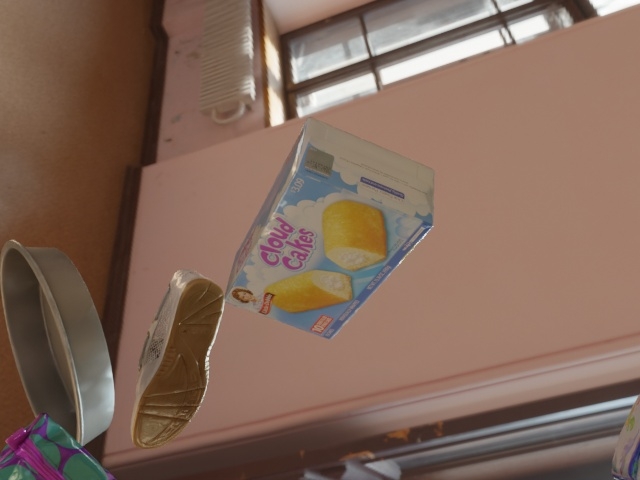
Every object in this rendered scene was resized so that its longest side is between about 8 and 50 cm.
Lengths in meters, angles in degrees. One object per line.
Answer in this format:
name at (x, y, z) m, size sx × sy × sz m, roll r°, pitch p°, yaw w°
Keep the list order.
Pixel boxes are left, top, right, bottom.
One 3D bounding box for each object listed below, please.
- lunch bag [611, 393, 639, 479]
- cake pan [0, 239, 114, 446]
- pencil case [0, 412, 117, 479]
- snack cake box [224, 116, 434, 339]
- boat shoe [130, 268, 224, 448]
lunch bag at (0.418, 0.194, 0.693) m, size 0.219 × 0.090 × 0.176 m, roll -61°, pitch 162°, yaw -4°
cake pan at (-0.346, 0.138, 0.802) m, size 0.054 × 0.293 × 0.293 m, roll -15°, pitch 89°, yaw -38°
pencil case at (-0.195, 0.213, 0.503) m, size 0.152 × 0.064 × 0.070 m, roll 43°, pitch -29°, yaw -2°
snack cake box at (0.000, 0.000, 0.712) m, size 0.264 × 0.152 × 0.089 m, roll 124°, pitch -19°, yaw -48°
boat shoe at (-0.223, 0.175, 0.925) m, size 0.098 × 0.277 × 0.096 m, roll 16°, pitch 9°, yaw -40°
